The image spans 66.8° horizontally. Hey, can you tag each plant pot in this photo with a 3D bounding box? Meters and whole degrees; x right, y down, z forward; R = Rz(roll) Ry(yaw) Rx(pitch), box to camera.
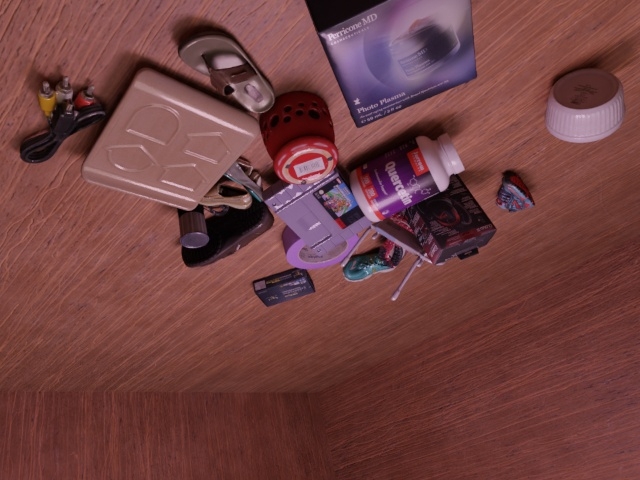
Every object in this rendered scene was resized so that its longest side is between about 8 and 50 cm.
[{"bbox_3d":[-0.051,-0.255,1.248,0.191,0.174,0.191,-11,148,-7],"label":"plant pot"}]

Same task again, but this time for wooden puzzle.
[{"bbox_3d":[-0.375,-0.242,1.213,0.322,0.081,0.348,16,133,-41],"label":"wooden puzzle"}]

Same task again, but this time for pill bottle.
[{"bbox_3d":[0.262,-0.198,1.480,0.322,0.182,0.181,-26,149,17],"label":"pill bottle"}]

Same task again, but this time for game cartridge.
[{"bbox_3d":[0.004,-0.098,1.526,0.230,0.068,0.355,-29,140,13],"label":"game cartridge"}]

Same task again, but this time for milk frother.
[{"bbox_3d":[-0.351,-0.060,1.470,0.143,0.135,0.129,-25,150,17],"label":"milk frother"}]

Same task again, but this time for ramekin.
[{"bbox_3d":[0.748,-0.389,1.373,0.207,0.207,0.109,-21,141,10],"label":"ramekin"}]

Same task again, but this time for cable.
[{"bbox_3d":[-0.595,-0.269,1.112,0.139,0.072,0.287,-9,167,-46],"label":"cable"}]

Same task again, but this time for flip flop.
[{"bbox_3d":[-0.196,-0.361,1.088,0.112,0.080,0.277,-27,149,19],"label":"flip flop"}]

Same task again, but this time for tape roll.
[{"bbox_3d":[0.000,0.000,1.785,0.274,0.090,0.275,-12,151,-7],"label":"tape roll"}]

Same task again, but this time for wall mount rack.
[{"bbox_3d":[0.241,0.043,1.680,0.304,0.350,0.131,-34,152,-56],"label":"wall mount rack"}]

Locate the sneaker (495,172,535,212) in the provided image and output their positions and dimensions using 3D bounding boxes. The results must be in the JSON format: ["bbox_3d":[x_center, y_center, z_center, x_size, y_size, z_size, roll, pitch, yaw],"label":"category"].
[{"bbox_3d":[0.724,-0.162,1.839,0.125,0.104,0.262,-29,148,26],"label":"sneaker"}]

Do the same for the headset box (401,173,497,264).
[{"bbox_3d":[0.428,-0.066,1.638,0.218,0.293,0.110,-20,152,-15],"label":"headset box"}]

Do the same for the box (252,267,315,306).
[{"bbox_3d":[-0.152,0.200,2.080,0.232,0.059,0.183,-17,152,3],"label":"box"}]

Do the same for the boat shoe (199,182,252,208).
[{"bbox_3d":[-0.292,-0.141,1.396,0.189,0.068,0.072,5,153,2],"label":"boat shoe"}]

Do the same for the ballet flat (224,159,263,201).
[{"bbox_3d":[-0.209,-0.180,1.409,0.068,0.072,0.213,-51,148,0],"label":"ballet flat"}]

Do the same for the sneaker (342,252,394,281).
[{"bbox_3d":[0.217,0.092,2.017,0.275,0.107,0.110,-17,168,-18],"label":"sneaker"}]

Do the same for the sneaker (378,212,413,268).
[{"bbox_3d":[0.312,-0.031,1.878,0.112,0.121,0.299,-38,157,-40],"label":"sneaker"}]

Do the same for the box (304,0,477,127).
[{"bbox_3d":[0.151,-0.438,1.025,0.296,0.183,0.294,-22,148,10],"label":"box"}]

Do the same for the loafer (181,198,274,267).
[{"bbox_3d":[-0.297,-0.003,1.590,0.365,0.134,0.130,-24,159,21],"label":"loafer"}]
